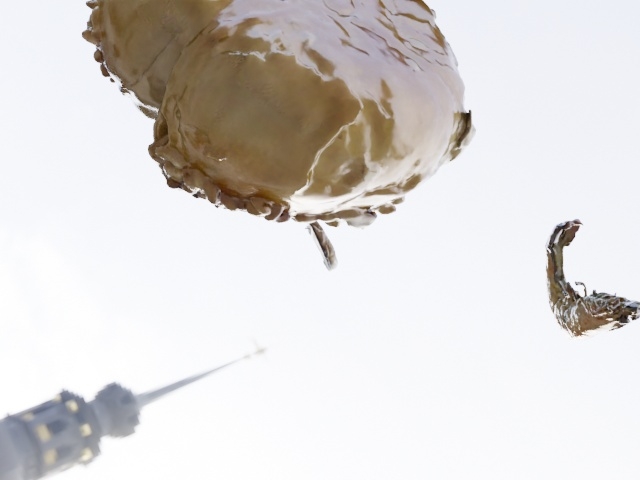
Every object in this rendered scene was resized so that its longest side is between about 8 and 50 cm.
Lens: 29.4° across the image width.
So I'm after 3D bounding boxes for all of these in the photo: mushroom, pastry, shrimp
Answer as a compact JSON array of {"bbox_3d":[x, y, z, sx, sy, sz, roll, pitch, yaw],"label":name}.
[{"bbox_3d":[0.000,0.000,1.684,0.049,0.019,0.101,40,-22,60],"label":"mushroom"},{"bbox_3d":[-0.040,-0.131,0.971,0.316,0.284,0.184,39,-53,9],"label":"pastry"},{"bbox_3d":[0.192,0.030,0.871,0.127,0.025,0.091,-175,-103,-71],"label":"shrimp"}]
